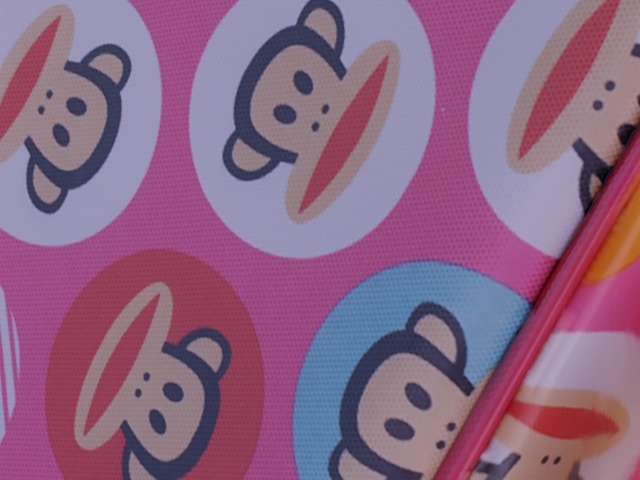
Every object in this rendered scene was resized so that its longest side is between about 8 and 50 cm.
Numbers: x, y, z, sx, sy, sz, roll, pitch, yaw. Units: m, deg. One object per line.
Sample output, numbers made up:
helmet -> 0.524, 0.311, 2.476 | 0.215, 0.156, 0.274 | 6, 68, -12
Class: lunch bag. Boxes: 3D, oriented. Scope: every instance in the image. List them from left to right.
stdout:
lunch bag -> 0.000, 0.000, 0.443 | 0.258, 0.120, 0.293 | 41, 107, 36
